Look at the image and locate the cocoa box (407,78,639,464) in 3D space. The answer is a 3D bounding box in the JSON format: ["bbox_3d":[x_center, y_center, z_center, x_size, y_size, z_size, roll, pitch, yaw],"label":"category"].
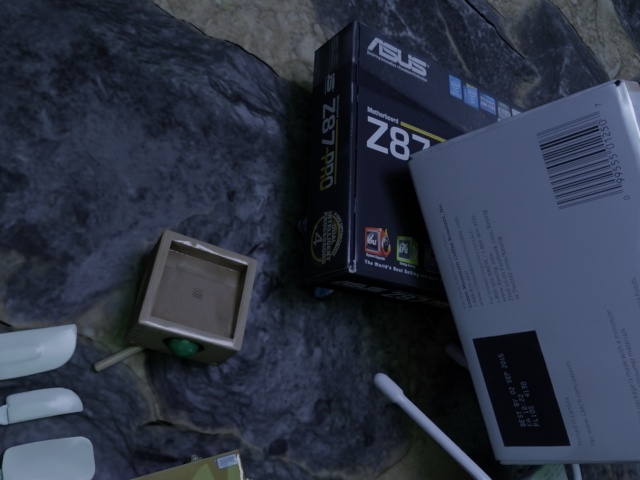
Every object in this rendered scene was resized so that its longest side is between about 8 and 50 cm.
[{"bbox_3d":[0.287,0.031,0.660,0.228,0.231,0.347,-15,88,-49],"label":"cocoa box"}]

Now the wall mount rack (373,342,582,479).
[{"bbox_3d":[0.199,0.281,0.715,0.350,0.130,0.304,-3,78,-56],"label":"wall mount rack"}]

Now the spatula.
[{"bbox_3d":[-0.352,0.180,0.578,0.242,0.019,0.168,-6,80,-27],"label":"spatula"}]

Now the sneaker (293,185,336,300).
[{"bbox_3d":[0.000,0.000,0.785,0.073,0.063,0.162,5,70,-5],"label":"sneaker"}]

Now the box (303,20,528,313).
[{"bbox_3d":[0.165,-0.066,0.816,0.395,0.097,0.318,15,67,-34],"label":"box"}]

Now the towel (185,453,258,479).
[{"bbox_3d":[-0.127,0.316,0.644,0.110,0.027,0.148,29,66,-15],"label":"towel"}]

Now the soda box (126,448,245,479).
[{"bbox_3d":[-0.164,0.261,0.598,0.181,0.061,0.058,-11,71,-15],"label":"soda box"}]

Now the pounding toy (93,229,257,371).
[{"bbox_3d":[-0.158,0.081,0.667,0.130,0.100,0.141,20,58,-20],"label":"pounding toy"}]
